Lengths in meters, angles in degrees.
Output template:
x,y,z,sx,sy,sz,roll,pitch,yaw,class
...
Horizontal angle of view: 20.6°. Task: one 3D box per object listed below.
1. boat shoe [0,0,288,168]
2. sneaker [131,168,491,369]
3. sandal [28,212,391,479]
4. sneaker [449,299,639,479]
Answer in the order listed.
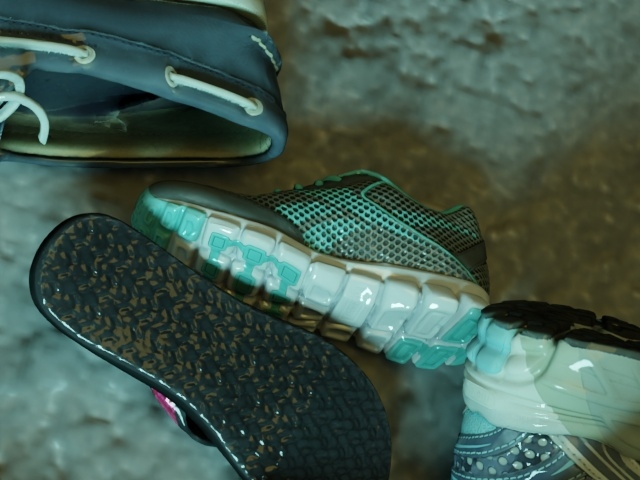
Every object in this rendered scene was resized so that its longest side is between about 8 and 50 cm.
x,y,z,sx,sy,sz,roll,pitch,yaw,class
-0.134,-0.061,0.708,0.254,0.095,0.079,0,61,-28,boat shoe
0.000,0.000,0.758,0.166,0.065,0.076,18,51,-16,sneaker
-0.042,0.052,0.723,0.179,0.040,0.067,39,73,-14,sandal
0.172,0.109,0.764,0.283,0.110,0.122,14,99,-24,sneaker
